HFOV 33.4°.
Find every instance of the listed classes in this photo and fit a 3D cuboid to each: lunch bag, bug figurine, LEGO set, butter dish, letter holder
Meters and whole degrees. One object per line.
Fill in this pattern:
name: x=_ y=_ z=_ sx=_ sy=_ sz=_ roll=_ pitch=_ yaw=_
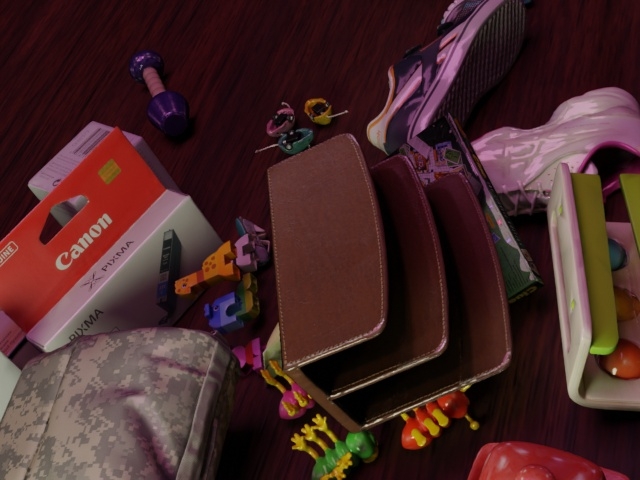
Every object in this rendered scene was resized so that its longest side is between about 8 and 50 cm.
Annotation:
lunch bag: x=-0.227 y=0.255 z=1.218 sx=0.256 sy=0.212 sz=0.305 roll=-24 pitch=36 yaw=32
bug figurine: x=0.050 y=0.174 z=1.248 sx=0.216 sy=0.072 sz=0.279 roll=-38 pitch=42 yaw=3
LEGO set: x=-0.141 y=0.081 z=1.444 sx=0.093 sy=0.087 sz=0.227 roll=-23 pitch=48 yaw=17
butter dish: x=0.203 y=0.250 z=0.999 sx=0.160 sy=0.118 sz=0.160 roll=10 pitch=53 yaw=22
letter holder: x=0.075 y=0.022 z=1.186 sx=0.214 sy=0.152 sz=0.302 roll=-25 pitch=44 yaw=18

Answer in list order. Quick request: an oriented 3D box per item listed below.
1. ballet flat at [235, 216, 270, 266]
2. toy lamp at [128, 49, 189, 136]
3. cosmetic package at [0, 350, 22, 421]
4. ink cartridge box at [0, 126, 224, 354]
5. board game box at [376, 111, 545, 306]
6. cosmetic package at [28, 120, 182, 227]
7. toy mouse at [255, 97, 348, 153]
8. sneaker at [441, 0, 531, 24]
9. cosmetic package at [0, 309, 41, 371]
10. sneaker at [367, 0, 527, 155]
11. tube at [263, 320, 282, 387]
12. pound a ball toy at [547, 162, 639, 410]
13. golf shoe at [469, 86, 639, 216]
ballet flat: x=-0.096 y=0.002 z=1.573 sx=0.041 sy=0.041 sz=0.114 roll=-30 pitch=38 yaw=4
toy lamp: x=-0.297 y=-0.272 z=1.977 sx=0.080 sy=0.080 sz=0.274 roll=-32 pitch=38 yaw=2
cosmetic package: x=-0.456 y=0.276 z=1.367 sx=0.138 sy=0.224 sz=0.224 roll=-1 pitch=47 yaw=38
ink cartridge box: x=-0.293 y=0.036 z=1.485 sx=0.066 sy=0.261 sz=0.296 roll=18 pitch=61 yaw=46
board game box: x=0.161 y=-0.019 z=1.312 sx=0.136 sy=0.030 sz=0.259 roll=-34 pitch=59 yaw=20
cosmetic package: x=-0.324 y=-0.062 z=1.677 sx=0.151 sy=0.183 sz=0.151 roll=20 pitch=61 yaw=46
toy mouse: x=-0.044 y=-0.176 z=1.730 sx=0.143 sy=0.031 sz=0.161 roll=-41 pitch=38 yaw=-11
sneaker: x=0.266 y=-0.366 z=1.696 sx=0.166 sy=0.065 sz=0.076 roll=-39 pitch=42 yaw=-6
cosmetic package: x=-0.473 y=0.133 z=1.613 sx=0.296 sy=0.129 sz=0.153 roll=14 pitch=58 yaw=44
sneaker: x=0.182 y=-0.251 z=1.574 sx=0.127 sy=0.126 sz=0.321 roll=18 pitch=61 yaw=39
tube: x=-0.011 y=0.078 z=1.392 sx=0.062 sy=0.070 sz=0.240 roll=-5 pitch=42 yaw=49
pound a ball toy: x=0.357 y=0.066 z=1.128 sx=0.208 sy=0.135 sz=0.319 roll=2 pitch=44 yaw=3
golf shoe: x=0.274 y=-0.081 z=1.339 sx=0.306 sy=0.115 sz=0.140 roll=-27 pitch=41 yaw=9
